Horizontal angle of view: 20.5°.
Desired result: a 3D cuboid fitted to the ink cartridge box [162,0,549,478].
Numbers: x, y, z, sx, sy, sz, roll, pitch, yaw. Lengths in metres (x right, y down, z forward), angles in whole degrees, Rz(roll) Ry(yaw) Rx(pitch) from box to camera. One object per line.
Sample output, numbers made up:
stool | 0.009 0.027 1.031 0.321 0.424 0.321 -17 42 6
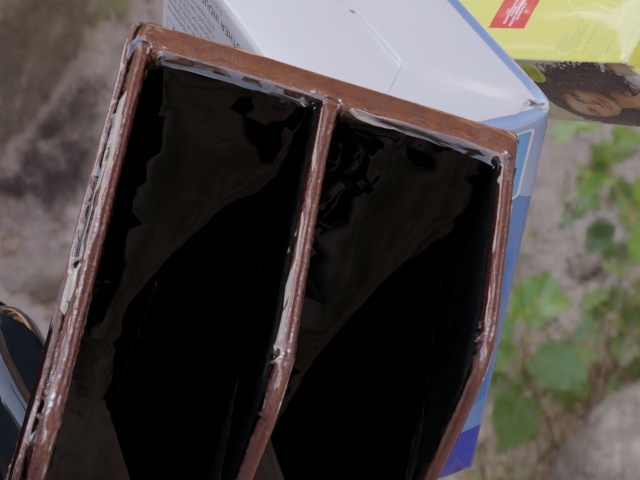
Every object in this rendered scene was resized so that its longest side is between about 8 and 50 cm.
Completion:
ink cartridge box | 0.000 0.000 1.212 0.151 0.395 0.270 -14 47 -23

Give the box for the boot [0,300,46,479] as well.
boot | -0.136 0.148 1.213 0.207 0.246 0.094 -10 6 27

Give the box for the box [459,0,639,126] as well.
box | 0.161 -0.127 1.233 0.232 0.087 0.058 11 68 53

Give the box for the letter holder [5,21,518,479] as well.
letter holder | -0.050 0.110 0.684 0.152 0.302 0.214 16 44 -7
